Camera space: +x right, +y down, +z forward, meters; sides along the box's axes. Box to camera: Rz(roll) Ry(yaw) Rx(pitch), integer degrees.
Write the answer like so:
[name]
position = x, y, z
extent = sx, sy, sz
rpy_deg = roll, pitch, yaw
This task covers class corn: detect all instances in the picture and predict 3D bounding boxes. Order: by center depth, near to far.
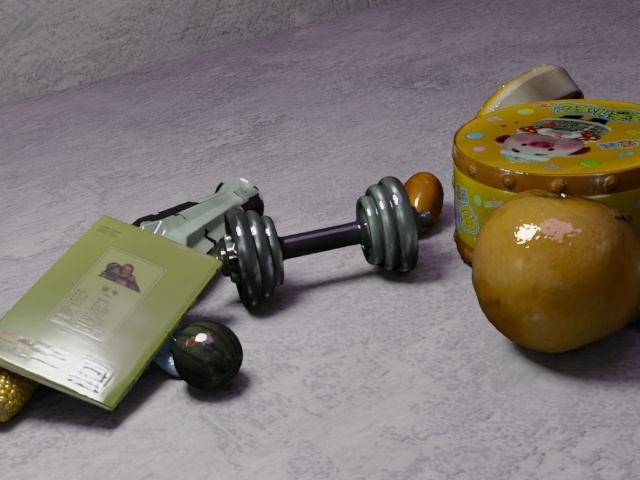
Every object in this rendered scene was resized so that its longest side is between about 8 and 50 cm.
[corn]
position = -0.469, 0.192, 1.665
extent = 0.091, 0.091, 0.260
rpy_deg = -36, 15, 23

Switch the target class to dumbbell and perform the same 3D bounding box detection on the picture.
[dumbbell]
position = 0.000, 0.000, 1.841
extent = 0.406, 0.179, 0.179
rpy_deg = -11, 25, -9

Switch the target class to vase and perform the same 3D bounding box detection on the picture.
[vase]
position = -0.236, -0.013, 1.982
extent = 0.165, 0.165, 0.360
rpy_deg = 4, 24, 24

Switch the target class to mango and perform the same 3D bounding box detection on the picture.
[mango]
position = 0.200, -0.072, 2.045
extent = 0.084, 0.105, 0.159
rpy_deg = 16, 36, -10

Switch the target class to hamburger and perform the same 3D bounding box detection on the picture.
[hamburger]
position = 0.432, -0.261, 2.245
extent = 0.295, 0.227, 0.151
rpy_deg = -22, 51, -36

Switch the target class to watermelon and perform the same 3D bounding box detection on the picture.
[watermelon]
position = -0.183, 0.169, 1.603
extent = 0.133, 0.105, 0.105
rpy_deg = 25, 36, 22

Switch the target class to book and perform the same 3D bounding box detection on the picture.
[book]
position = -0.340, 0.106, 1.670
extent = 0.239, 0.035, 0.352
rpy_deg = 20, 44, 15

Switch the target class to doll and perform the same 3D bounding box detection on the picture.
[doll]
position = -0.274, 0.166, 1.699
extent = 0.180, 0.075, 0.120
rpy_deg = 33, 54, 20

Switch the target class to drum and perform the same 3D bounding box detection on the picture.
[drum]
position = 0.446, -0.094, 1.878
extent = 0.431, 0.214, 0.431
rpy_deg = -6, 23, 3

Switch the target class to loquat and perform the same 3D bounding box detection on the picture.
[loquat]
position = 0.355, 0.040, 1.562
extent = 0.263, 0.263, 0.263
rpy_deg = -6, 24, 3

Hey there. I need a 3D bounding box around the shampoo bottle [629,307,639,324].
[shampoo bottle]
position = 0.483, 0.101, 1.646
extent = 0.080, 0.040, 0.165
rpy_deg = -14, 26, -17
